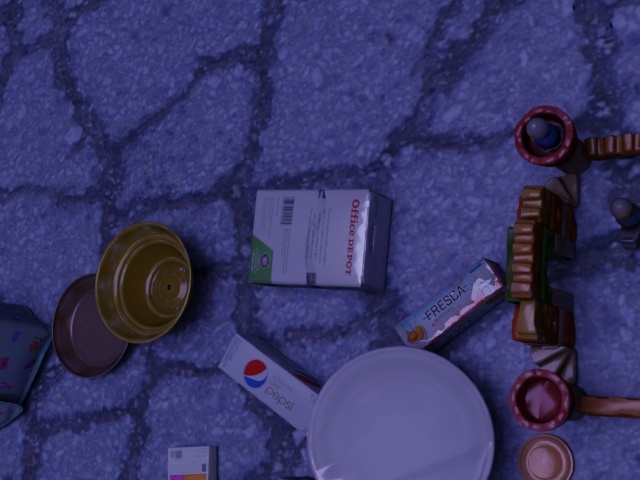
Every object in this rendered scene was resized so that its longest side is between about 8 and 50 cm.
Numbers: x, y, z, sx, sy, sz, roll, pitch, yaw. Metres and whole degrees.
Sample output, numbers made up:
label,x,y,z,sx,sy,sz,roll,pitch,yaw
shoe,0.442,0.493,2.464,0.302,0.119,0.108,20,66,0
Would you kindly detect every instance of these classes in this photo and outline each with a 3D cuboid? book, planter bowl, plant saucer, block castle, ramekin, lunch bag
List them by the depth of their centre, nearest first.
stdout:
label,x,y,z,sx,sy,sz,roll,pitch,yaw
block castle,0.409,0.035,1.430,0.303,0.213,0.453,-2,80,30
plant saucer,0.327,0.324,1.541,0.083,0.013,0.083,-5,79,29
ramekin,0.117,0.303,1.553,0.273,0.127,0.273,-1,67,3
book,-0.223,0.431,1.833,0.096,0.035,0.144,-9,76,32
planter bowl,-0.294,0.080,1.902,0.217,0.090,0.217,-6,78,29
plant saucer,-0.422,0.161,1.995,0.199,0.036,0.198,-5,79,29
lunch bag,-0.667,0.248,2.011,0.160,0.223,0.262,29,97,38

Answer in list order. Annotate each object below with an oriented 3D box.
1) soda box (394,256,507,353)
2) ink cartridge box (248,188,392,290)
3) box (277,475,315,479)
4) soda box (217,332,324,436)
label,x,y,z,sx,sy,sz,roll,pitch,yaw
soda box,0.206,0.105,1.622,0.183,0.063,0.058,-40,64,18
ink cartridge box,0.000,0.000,1.744,0.219,0.092,0.160,2,83,30
box,0.011,0.400,1.665,0.137,0.094,0.027,8,85,32
soda box,-0.063,0.238,1.749,0.216,0.074,0.069,34,98,31
